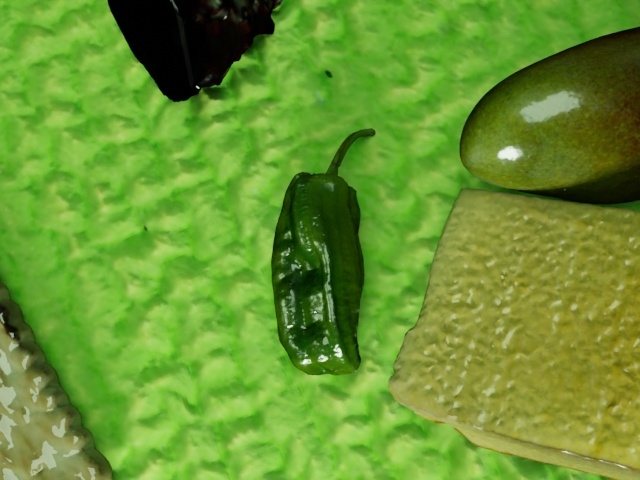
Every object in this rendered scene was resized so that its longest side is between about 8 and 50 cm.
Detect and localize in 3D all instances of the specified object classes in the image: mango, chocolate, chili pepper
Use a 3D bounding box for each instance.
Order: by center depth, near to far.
[{"bbox_3d":[0.225,-0.090,0.843,0.268,0.133,0.111,-17,55,-22],"label":"mango"},{"bbox_3d":[-0.001,0.001,0.884,0.072,0.073,0.204,-5,72,18],"label":"chili pepper"},{"bbox_3d":[-0.089,-0.204,0.921,0.133,0.156,0.156,-31,74,-22],"label":"chocolate"}]

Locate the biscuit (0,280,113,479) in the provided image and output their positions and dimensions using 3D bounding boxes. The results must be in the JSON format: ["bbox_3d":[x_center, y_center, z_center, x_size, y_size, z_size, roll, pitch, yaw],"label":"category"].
[{"bbox_3d":[-0.322,0.108,0.890,0.217,0.044,0.325,-33,75,-5],"label":"biscuit"}]

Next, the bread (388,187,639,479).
[{"bbox_3d":[0.202,0.073,0.789,0.275,0.114,0.184,11,71,28],"label":"bread"}]
